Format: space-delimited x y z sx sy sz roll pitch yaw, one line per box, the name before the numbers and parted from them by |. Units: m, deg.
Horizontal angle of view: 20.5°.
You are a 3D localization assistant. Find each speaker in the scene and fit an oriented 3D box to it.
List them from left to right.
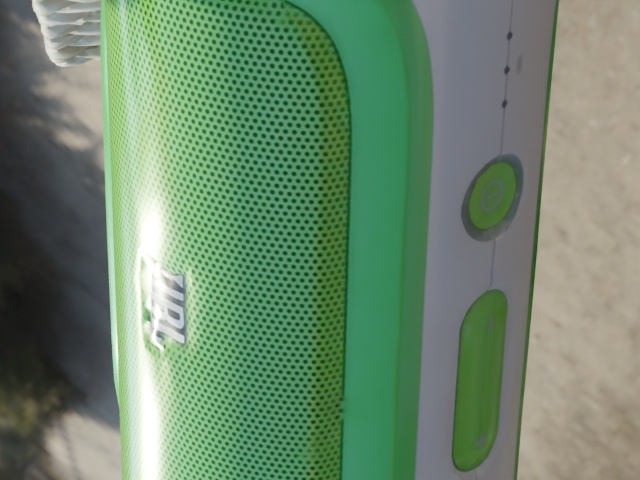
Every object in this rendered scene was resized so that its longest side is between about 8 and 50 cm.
speaker | 0.000 0.000 0.505 0.131 0.131 0.297 24 126 37

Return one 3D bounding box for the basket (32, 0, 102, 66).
basket | -0.061 -0.289 1.183 0.331 0.266 0.328 -6 173 -4
